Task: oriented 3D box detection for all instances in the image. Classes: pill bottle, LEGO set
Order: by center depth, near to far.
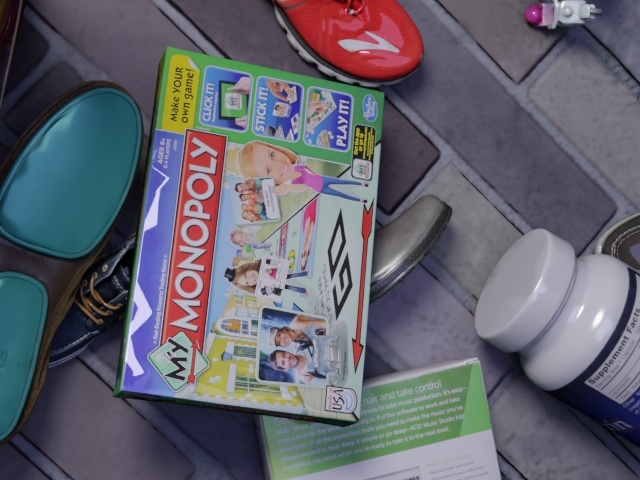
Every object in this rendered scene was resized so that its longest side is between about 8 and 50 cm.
[{"bbox_3d":[0.296,0.106,1.150,0.265,0.153,0.153,31,81,-11],"label":"pill bottle"},{"bbox_3d":[0.234,-0.359,1.158,0.107,0.132,0.286,-4,90,-21],"label":"LEGO set"}]

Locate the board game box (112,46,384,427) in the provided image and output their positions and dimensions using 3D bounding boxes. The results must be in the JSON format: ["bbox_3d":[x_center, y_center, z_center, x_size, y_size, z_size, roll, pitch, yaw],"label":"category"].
[{"bbox_3d":[-0.058,-0.003,1.039,0.214,0.046,0.317,10,73,-17],"label":"board game box"}]

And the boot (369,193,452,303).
[{"bbox_3d":[0.000,0.000,1.119,0.246,0.083,0.161,-43,92,-13],"label":"boot"}]

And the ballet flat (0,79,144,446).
[{"bbox_3d":[-0.260,0.019,1.022,0.116,0.124,0.342,21,80,-24],"label":"ballet flat"}]

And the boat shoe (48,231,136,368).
[{"bbox_3d":[-0.204,0.049,1.059,0.183,0.083,0.065,-42,98,-12],"label":"boat shoe"}]

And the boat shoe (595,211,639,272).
[{"bbox_3d":[0.406,0.000,1.224,0.228,0.069,0.081,-8,90,-15],"label":"boat shoe"}]

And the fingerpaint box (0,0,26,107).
[{"bbox_3d":[-0.342,-0.072,0.880,0.163,0.371,0.444,14,83,-14],"label":"fingerpaint box"}]

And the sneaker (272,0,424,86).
[{"bbox_3d":[-0.006,-0.256,1.103,0.279,0.118,0.107,43,79,-9],"label":"sneaker"}]

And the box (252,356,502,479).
[{"bbox_3d":[0.074,0.294,1.137,0.232,0.058,0.321,-10,92,-15],"label":"box"}]
